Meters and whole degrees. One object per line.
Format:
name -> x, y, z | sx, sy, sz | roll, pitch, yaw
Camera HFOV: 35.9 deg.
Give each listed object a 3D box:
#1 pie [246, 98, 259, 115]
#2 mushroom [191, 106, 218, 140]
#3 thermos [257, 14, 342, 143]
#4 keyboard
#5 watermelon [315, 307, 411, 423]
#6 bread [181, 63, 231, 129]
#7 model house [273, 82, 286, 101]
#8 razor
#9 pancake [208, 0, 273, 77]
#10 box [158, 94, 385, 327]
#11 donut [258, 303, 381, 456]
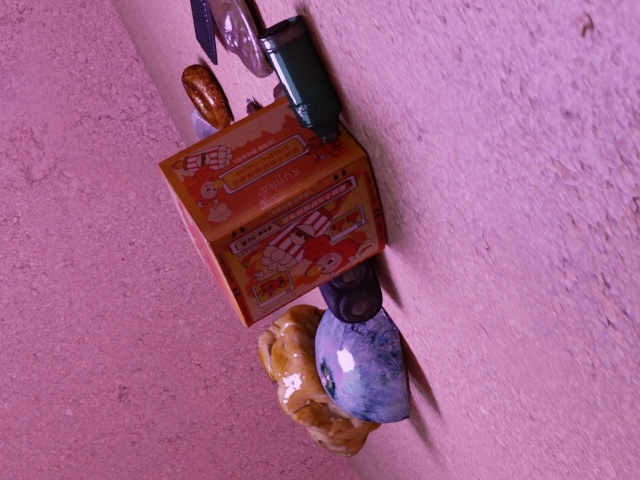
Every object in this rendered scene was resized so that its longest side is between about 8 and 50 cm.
pie -> -0.115, -0.225, 2.089 | 0.169, 0.034, 0.092 | 62, 174, -5
mushroom -> -0.298, -0.296, 2.680 | 0.223, 0.092, 0.081 | 88, -166, -63
thermos -> -0.024, -0.234, 1.473 | 0.187, 0.073, 0.083 | 64, 168, -22
keyboard -> -0.239, -0.448, 2.050 | 0.103, 0.041, 0.381 | 56, 169, 28
watermelon -> 0.064, 0.227, 2.051 | 0.322, 0.175, 0.188 | 49, 166, 45
bread -> -0.282, -0.362, 2.477 | 0.193, 0.064, 0.193 | 51, 166, 17
model house -> -0.055, -0.241, 1.701 | 0.083, 0.057, 0.058 | -93, 6, -68
razor -> 0.002, 0.000, 1.896 | 0.349, 0.114, 0.204 | 53, 167, 47
pancake -> -0.158, -0.397, 1.759 | 0.241, 0.050, 0.242 | 57, 170, 16
box -> -0.070, -0.049, 1.618 | 0.213, 0.284, 0.259 | 53, 168, 34
donut -> 0.012, 0.321, 2.283 | 0.360, 0.170, 0.360 | 42, -158, -21
